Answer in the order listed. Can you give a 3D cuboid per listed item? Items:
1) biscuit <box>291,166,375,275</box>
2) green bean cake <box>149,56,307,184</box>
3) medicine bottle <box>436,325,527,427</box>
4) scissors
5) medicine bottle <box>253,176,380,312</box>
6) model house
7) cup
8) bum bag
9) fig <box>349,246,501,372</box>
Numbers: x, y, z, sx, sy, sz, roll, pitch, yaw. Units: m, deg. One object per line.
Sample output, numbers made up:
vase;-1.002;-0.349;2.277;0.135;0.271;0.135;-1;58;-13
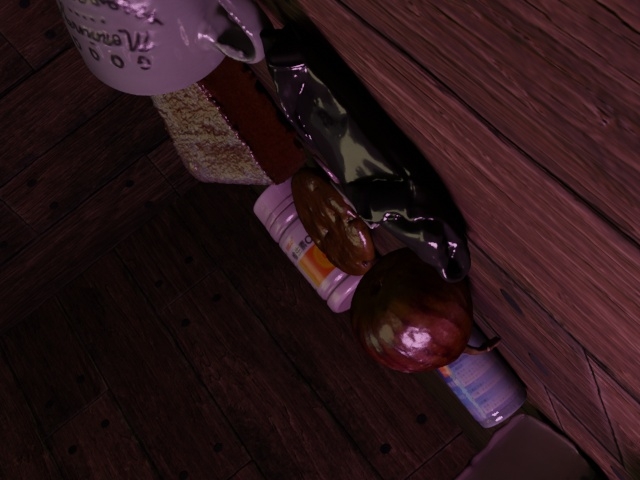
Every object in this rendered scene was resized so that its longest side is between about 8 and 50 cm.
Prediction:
biscuit;0.016;-0.031;1.665;0.212;0.036;0.212;46;156;27
green bean cake;-0.155;-0.199;1.588;0.199;0.097;0.232;1;130;37
medicine bottle;0.194;0.156;1.381;0.203;0.083;0.083;53;176;1
scissors;0.042;-0.068;1.497;0.085;0.022;0.176;49;-179;-43
medicine bottle;0.000;0.000;1.833;0.249;0.133;0.133;51;176;17
model house;0.314;0.422;1.413;0.237;0.237;0.202;48;171;-29
cup;-0.167;-0.278;1.055;0.258;0.186;0.234;25;161;15
bum bag;0.033;-0.088;0.984;0.326;0.080;0.142;50;180;8
fig;0.115;0.097;1.206;0.149;0.148;0.202;10;139;29
